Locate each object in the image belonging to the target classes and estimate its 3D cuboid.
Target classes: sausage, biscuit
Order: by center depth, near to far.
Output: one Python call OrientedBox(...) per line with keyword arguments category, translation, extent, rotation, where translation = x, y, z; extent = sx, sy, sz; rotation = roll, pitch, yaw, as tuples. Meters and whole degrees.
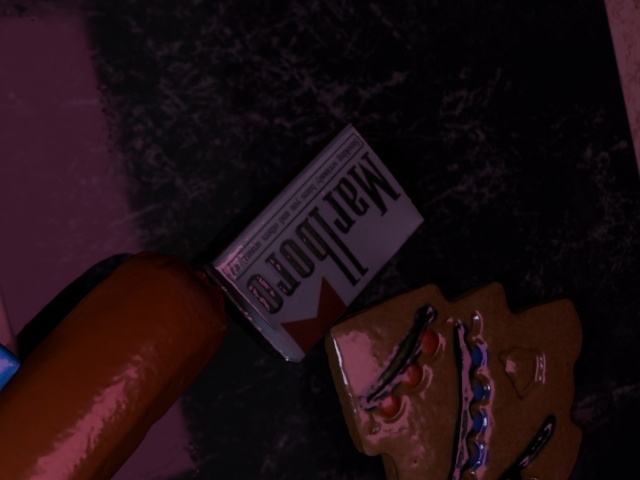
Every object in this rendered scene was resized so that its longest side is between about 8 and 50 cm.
OrientedBox(category="sausage", translation=(-0.190, 0.143, 0.575), extent=(0.097, 0.094, 0.348), rotation=(39, 69, 2))
OrientedBox(category="biscuit", translation=(0.126, 0.150, 0.778), extent=(0.301, 0.043, 0.278), rotation=(26, 76, -25))

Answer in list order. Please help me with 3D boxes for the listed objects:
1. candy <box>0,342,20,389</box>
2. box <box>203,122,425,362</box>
OrientedBox(category="candy", translation=(-0.343, 0.135, 0.495), extent=(0.157, 0.100, 0.306), rotation=(47, 69, -19))
OrientedBox(category="box", translation=(0.000, 0.000, 0.721), extent=(0.177, 0.036, 0.115), rotation=(-48, 110, -22))
